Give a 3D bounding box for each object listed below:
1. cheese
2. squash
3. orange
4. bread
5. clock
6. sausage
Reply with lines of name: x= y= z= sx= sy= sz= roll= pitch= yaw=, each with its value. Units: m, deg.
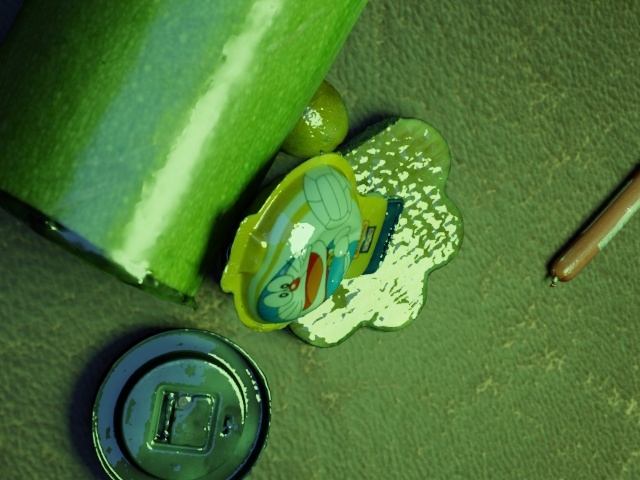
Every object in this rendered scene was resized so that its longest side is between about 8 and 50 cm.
cheese: x=0.000 y=0.000 z=0.873 sx=0.270 sy=0.069 sz=0.177 roll=-8 pitch=121 yaw=-58
squash: x=-0.131 y=-0.164 z=0.839 sx=0.263 sy=0.263 sz=0.384 roll=31 pitch=84 yaw=-19
orange: x=-0.014 y=-0.125 z=0.974 sx=0.095 sy=0.085 sz=0.085 roll=31 pitch=83 yaw=-30
bread: x=0.037 y=0.007 z=1.014 sx=0.287 sy=0.056 sz=0.207 roll=-30 pitch=103 yaw=-14
clock: x=-0.142 y=0.178 z=0.972 sx=0.185 sy=0.040 sz=0.184 roll=-1 pitch=94 yaw=-18
sausage: x=0.354 y=-0.036 z=1.135 sx=0.253 sy=0.034 sz=0.034 roll=-45 pitch=106 yaw=-12
